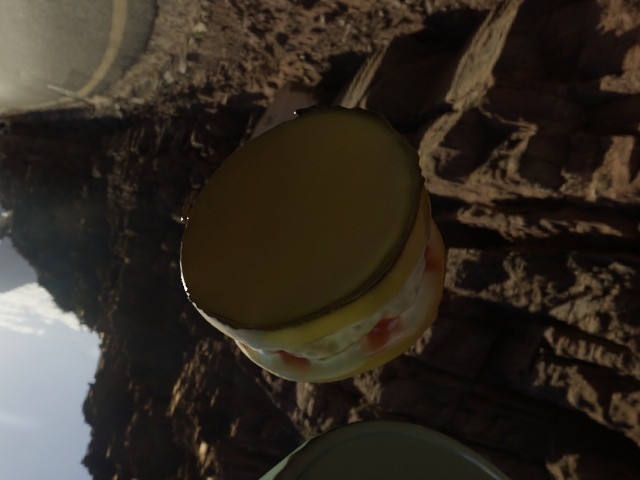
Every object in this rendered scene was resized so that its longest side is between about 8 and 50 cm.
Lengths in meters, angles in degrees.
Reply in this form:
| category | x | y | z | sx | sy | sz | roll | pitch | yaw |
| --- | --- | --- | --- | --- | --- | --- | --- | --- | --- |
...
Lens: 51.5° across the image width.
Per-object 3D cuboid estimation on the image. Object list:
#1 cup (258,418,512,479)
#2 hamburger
| category | x | y | z | sx | sy | sz | roll | pitch | yaw |
| --- | --- | --- | --- | --- | --- | --- | --- | --- | --- |
| cup | -0.052 | 0.339 | 0.414 | 0.401 | 0.392 | 0.310 | -13 | -123 | -49 |
| hamburger | 0.000 | 0.000 | 0.715 | 0.261 | 0.303 | 0.186 | -19 | 144 | 12 |
